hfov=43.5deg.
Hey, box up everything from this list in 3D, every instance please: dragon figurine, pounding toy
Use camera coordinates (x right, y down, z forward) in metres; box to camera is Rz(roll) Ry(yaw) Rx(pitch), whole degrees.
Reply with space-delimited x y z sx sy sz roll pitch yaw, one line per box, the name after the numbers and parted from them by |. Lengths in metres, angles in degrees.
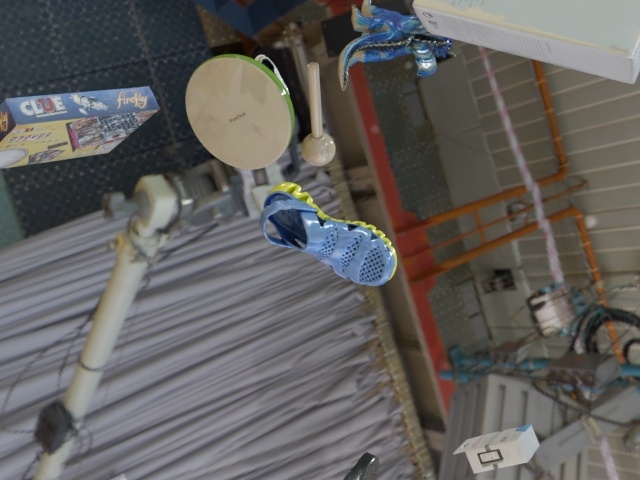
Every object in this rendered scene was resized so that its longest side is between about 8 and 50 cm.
0.114 -0.269 1.068 0.144 0.289 0.085 10 -64 12 | dragon figurine
-0.082 -0.213 1.244 0.237 0.110 0.183 8 -56 23 | pounding toy

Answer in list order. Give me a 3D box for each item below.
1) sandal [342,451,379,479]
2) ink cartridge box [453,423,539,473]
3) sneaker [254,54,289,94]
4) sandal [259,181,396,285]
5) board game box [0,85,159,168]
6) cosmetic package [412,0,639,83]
-0.002 0.239 0.667 0.040 0.179 0.067 19 -60 18 | sandal
0.196 0.235 0.898 0.083 0.048 0.028 -23 -94 33 | ink cartridge box
-0.099 -0.331 1.649 0.109 0.040 0.044 55 -7 -18 | sneaker
0.000 0.000 1.583 0.317 0.138 0.126 27 -67 17 | sandal
-0.385 -0.167 1.198 0.165 0.243 0.042 -27 -96 41 | board game box
0.223 -0.249 0.809 0.231 0.085 0.117 23 -89 24 | cosmetic package
